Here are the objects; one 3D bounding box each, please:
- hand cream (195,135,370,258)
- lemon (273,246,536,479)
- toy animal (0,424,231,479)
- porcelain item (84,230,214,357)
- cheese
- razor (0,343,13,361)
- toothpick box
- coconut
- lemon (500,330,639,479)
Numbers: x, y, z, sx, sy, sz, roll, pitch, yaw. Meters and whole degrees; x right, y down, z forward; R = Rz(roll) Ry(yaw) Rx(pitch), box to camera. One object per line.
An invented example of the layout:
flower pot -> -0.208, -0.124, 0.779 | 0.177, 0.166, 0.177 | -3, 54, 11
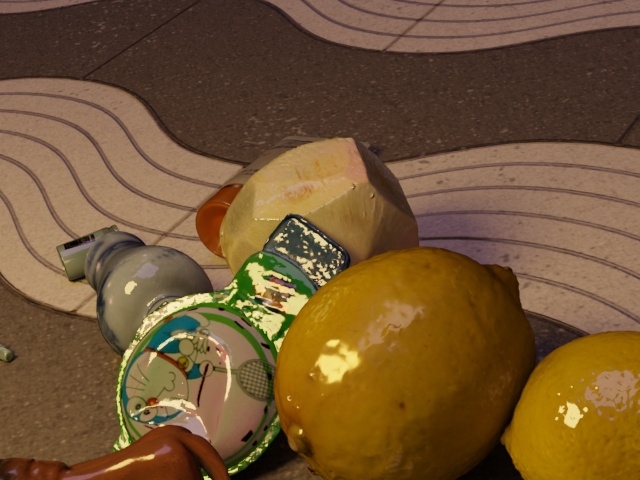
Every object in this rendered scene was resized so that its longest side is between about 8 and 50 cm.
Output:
hand cream -> -0.049, -0.076, 1.833 | 0.139, 0.089, 0.314 | 6, 27, 24
lemon -> 0.082, 0.126, 1.300 | 0.263, 0.236, 0.236 | -9, 29, -14
toy animal -> -0.202, 0.243, 1.270 | 0.312, 0.158, 0.097 | -17, 32, -8
porcelain item -> -0.209, 0.063, 1.599 | 0.141, 0.141, 0.259 | -21, 23, -16
cheese -> -0.097, 0.116, 1.404 | 0.204, 0.083, 0.320 | 37, 88, 25
razor -> -0.430, 0.121, 1.669 | 0.135, 0.040, 0.068 | 20, 43, 34
toothpick box -> -0.302, 0.016, 1.780 | 0.083, 0.052, 0.052 | -21, 32, -15
coconut -> 0.000, 0.000, 1.537 | 0.236, 0.197, 0.237 | -5, 33, 3
lemon -> 0.264, 0.171, 1.216 | 0.203, 0.178, 0.178 | -6, 31, 13
